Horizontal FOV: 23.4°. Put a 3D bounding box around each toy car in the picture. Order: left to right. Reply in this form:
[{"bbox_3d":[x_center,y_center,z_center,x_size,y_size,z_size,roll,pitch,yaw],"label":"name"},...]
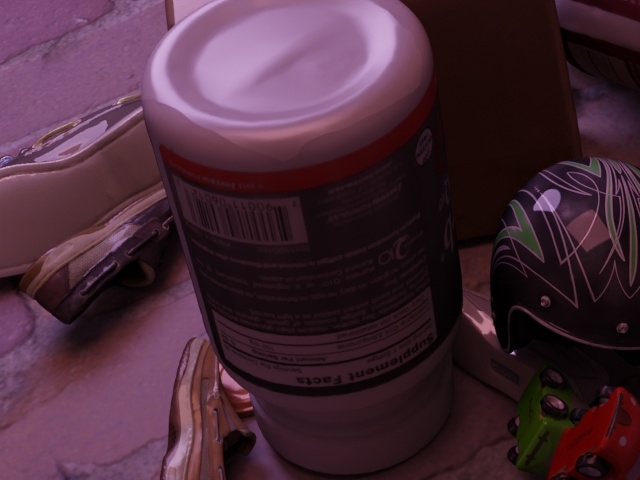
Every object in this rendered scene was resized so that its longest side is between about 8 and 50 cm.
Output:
[{"bbox_3d":[0.172,0.166,1.122,0.053,0.239,0.225,26,27,-5],"label":"toy car"}]

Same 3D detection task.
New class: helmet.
[{"bbox_3d":[0.209,0.018,1.188,0.169,0.161,0.169,4,64,-9],"label":"helmet"}]

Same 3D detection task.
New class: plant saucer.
[{"bbox_3d":[-0.065,0.120,1.361,0.083,0.013,0.083,-10,39,8],"label":"plant saucer"}]

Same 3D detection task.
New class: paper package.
[{"bbox_3d":[0.056,-0.144,1.396,0.325,0.309,0.168,-12,43,7],"label":"paper package"}]

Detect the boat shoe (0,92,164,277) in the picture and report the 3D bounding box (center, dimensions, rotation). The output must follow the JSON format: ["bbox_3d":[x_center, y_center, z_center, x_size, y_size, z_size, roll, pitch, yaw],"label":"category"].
[{"bbox_3d":[-0.252,-0.058,1.559,0.305,0.109,0.091,-28,20,-5],"label":"boat shoe"}]

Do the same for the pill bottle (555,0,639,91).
[{"bbox_3d":[0.348,-0.239,1.442,0.224,0.224,0.392,-37,42,-24],"label":"pill bottle"}]

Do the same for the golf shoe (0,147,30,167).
[{"bbox_3d":[-0.347,-0.031,1.605,0.176,0.069,0.086,-34,48,-18],"label":"golf shoe"}]

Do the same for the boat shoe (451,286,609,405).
[{"bbox_3d":[0.161,0.082,1.289,0.063,0.066,0.184,-28,38,-29],"label":"boat shoe"}]

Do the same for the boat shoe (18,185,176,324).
[{"bbox_3d":[-0.187,0.014,1.489,0.223,0.080,0.073,-32,81,-42],"label":"boat shoe"}]

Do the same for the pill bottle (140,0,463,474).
[{"bbox_3d":[0.000,0.000,1.191,0.210,0.363,0.210,-6,42,6],"label":"pill bottle"}]

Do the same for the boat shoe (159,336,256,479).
[{"bbox_3d":[-0.089,0.163,1.288,0.072,0.068,0.190,1,51,3],"label":"boat shoe"}]
